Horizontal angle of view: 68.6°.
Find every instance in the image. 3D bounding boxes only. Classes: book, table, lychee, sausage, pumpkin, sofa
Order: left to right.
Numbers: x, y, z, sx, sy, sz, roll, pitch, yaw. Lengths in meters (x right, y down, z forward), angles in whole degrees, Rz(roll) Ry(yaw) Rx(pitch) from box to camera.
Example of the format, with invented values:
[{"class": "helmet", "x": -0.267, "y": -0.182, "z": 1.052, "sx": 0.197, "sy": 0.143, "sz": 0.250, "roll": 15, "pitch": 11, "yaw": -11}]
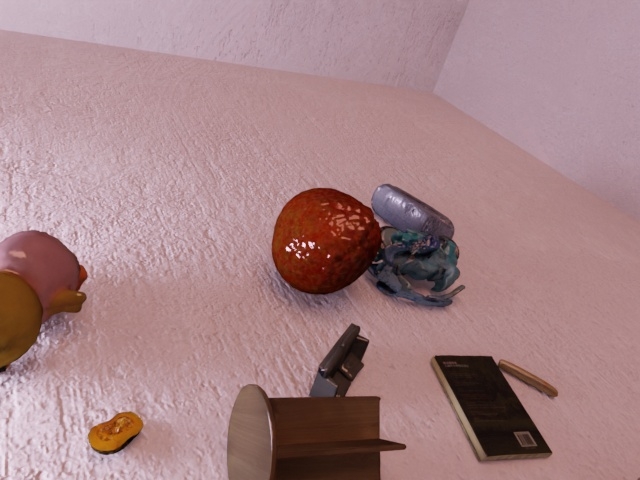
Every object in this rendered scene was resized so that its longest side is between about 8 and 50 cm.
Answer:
[{"class": "pumpkin", "x": -0.293, "y": 0.280, "z": 0.671, "sx": 0.050, "sy": 0.028, "sz": 0.083, "roll": 31, "pitch": 26, "yaw": 22}, {"class": "table", "x": -0.003, "y": 0.299, "z": 0.688, "sx": 0.226, "sy": 0.167, "sz": 0.167, "roll": 10, "pitch": 32, "yaw": -28}, {"class": "lychee", "x": 0.000, "y": 0.000, "z": 1.062, "sx": 0.299, "sy": 0.255, "sz": 0.255, "roll": -5, "pitch": 20, "yaw": 31}, {"class": "sofa", "x": 0.044, "y": 0.230, "z": 0.864, "sx": 0.060, "sy": 0.085, "sz": 0.147, "roll": 26, "pitch": 32, "yaw": 17}, {"class": "book", "x": 0.330, "y": 0.320, "z": 0.926, "sx": 0.160, "sy": 0.024, "sz": 0.228, "roll": 6, "pitch": 34, "yaw": -20}, {"class": "sausage", "x": 0.452, "y": 0.299, "z": 1.020, "sx": 0.132, "sy": 0.024, "sz": 0.024, "roll": 28, "pitch": 33, "yaw": 16}]

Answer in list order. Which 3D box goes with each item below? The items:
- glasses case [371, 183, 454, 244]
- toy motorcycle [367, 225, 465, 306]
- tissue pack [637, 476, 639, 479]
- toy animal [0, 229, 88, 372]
[{"class": "glasses case", "x": 0.274, "y": -0.073, "z": 1.413, "sx": 0.282, "sy": 0.109, "sz": 0.067, "roll": 35, "pitch": 34, "yaw": 24}, {"class": "toy motorcycle", "x": 0.250, "y": 0.063, "z": 1.181, "sx": 0.259, "sy": 0.154, "sz": 0.206, "roll": 10, "pitch": 56, "yaw": -20}, {"class": "tissue pack", "x": 0.663, "y": 0.505, "z": 0.719, "sx": 0.343, "sy": 0.125, "sz": 0.242, "roll": 7, "pitch": 34, "yaw": -13}, {"class": "toy animal", "x": -0.484, "y": 0.096, "z": 0.725, "sx": 0.195, "sy": 0.169, "sz": 0.281, "roll": 11, "pitch": 32, "yaw": -6}]
